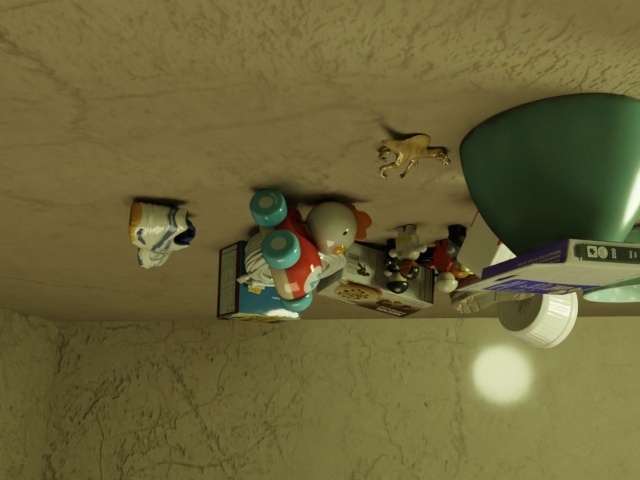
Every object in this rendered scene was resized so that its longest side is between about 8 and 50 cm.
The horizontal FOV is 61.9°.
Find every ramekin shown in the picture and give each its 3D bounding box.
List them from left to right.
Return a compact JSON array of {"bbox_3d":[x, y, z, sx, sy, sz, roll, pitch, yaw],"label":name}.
[{"bbox_3d":[0.729,0.227,1.838,0.127,0.272,0.273,19,159,-19],"label":"ramekin"}]

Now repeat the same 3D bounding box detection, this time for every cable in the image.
[{"bbox_3d":[-0.066,0.041,1.376,0.257,0.089,0.257,5,153,-28],"label":"cable"}]

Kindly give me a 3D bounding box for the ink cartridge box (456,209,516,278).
[{"bbox_3d":[0.429,0.000,1.109,0.238,0.171,0.100,9,-159,-28],"label":"ink cartridge box"}]

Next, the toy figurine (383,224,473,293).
[{"bbox_3d":[0.276,0.055,1.381,0.213,0.148,0.209,1,165,-5],"label":"toy figurine"}]

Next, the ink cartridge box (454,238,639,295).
[{"bbox_3d":[0.339,0.043,0.793,0.209,0.045,0.206,3,165,-16],"label":"ink cartridge box"}]

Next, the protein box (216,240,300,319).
[{"bbox_3d":[-0.174,0.125,1.525,0.200,0.201,0.136,11,161,-35],"label":"protein box"}]

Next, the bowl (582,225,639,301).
[{"bbox_3d":[0.842,0.059,1.386,0.312,0.162,0.311,0,164,0],"label":"bowl"}]

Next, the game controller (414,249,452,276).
[{"bbox_3d":[0.262,0.079,1.627,0.320,0.067,0.166,-7,163,22],"label":"game controller"}]

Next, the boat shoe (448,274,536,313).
[{"bbox_3d":[0.504,0.101,1.488,0.325,0.116,0.123,-12,138,-9],"label":"boat shoe"}]

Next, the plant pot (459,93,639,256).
[{"bbox_3d":[0.376,-0.070,0.843,0.291,0.195,0.290,0,165,0],"label":"plant pot"}]

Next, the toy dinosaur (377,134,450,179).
[{"bbox_3d":[0.132,-0.144,0.867,0.183,0.053,0.093,4,150,-42],"label":"toy dinosaur"}]

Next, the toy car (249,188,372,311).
[{"bbox_3d":[0.000,0.000,1.114,0.238,0.210,0.219,-17,145,-3],"label":"toy car"}]

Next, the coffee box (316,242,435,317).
[{"bbox_3d":[0.160,0.118,1.541,0.298,0.118,0.168,18,152,-20],"label":"coffee box"}]

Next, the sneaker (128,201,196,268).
[{"bbox_3d":[-0.355,0.000,1.238,0.131,0.111,0.296,2,165,-10],"label":"sneaker"}]
